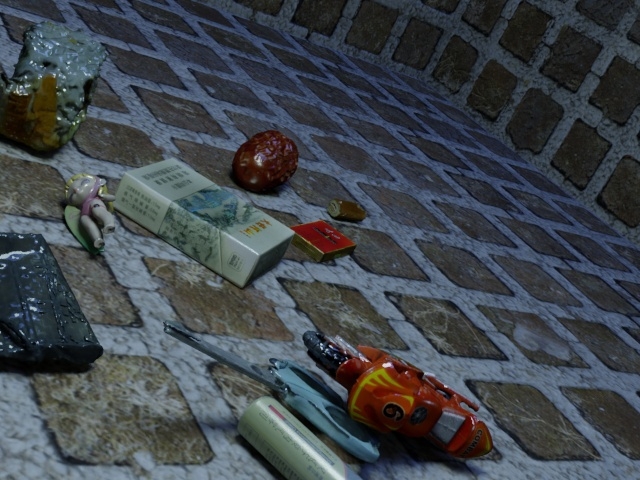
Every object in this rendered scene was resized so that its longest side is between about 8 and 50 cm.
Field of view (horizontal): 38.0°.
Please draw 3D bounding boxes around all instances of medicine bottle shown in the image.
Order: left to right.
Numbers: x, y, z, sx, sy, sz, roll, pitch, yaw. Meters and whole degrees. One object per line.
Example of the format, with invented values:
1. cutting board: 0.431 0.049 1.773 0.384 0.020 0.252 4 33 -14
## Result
1. medicine bottle: 0.003 0.268 1.048 0.231 0.059 0.059 38 23 25

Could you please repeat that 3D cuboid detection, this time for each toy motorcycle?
1. toy motorcycle: 0.099 0.202 1.218 0.298 0.089 0.171 30 1 -40

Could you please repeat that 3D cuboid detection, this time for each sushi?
1. sushi: -0.446 -0.250 1.534 0.139 0.184 0.274 21 23 -13

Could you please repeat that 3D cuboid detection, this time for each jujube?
1. jujube: -0.111 -0.156 1.854 0.112 0.109 0.176 -4 20 21

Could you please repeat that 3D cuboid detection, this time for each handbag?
1. handbag: -0.381 0.068 1.027 0.270 0.089 0.175 8 35 -41

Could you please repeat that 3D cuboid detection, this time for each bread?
1. bread: 0.054 -0.061 1.917 0.083 0.036 0.047 9 36 -43

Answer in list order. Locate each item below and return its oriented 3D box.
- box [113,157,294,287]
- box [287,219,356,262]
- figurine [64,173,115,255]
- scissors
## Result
1. box: -0.187 -0.034 1.509 0.256 0.069 0.164 31 21 10
2. box: 0.000 0.000 1.726 0.090 0.023 0.133 38 23 21
3. figurine: -0.329 -0.041 1.359 0.083 0.083 0.187 14 18 -32
4. scissors: -0.058 0.162 1.097 0.360 0.029 0.191 38 4 -44
